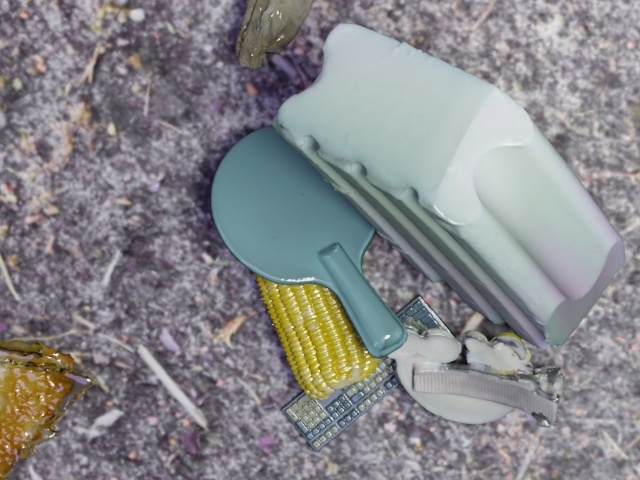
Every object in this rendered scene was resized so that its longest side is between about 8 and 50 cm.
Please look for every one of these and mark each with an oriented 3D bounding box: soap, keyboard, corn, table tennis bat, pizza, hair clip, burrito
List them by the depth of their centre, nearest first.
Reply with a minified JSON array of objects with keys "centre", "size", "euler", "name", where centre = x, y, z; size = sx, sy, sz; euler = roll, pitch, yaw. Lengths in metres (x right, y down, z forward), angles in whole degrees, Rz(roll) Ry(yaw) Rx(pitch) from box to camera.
[{"centre":[0.131,-0.029,1.503],"size":[0.208,0.347,0.115],"euler":[30,82,36],"name":"soap"},{"centre":[-0.026,-0.264,1.601],"size":[0.058,0.063,0.229],"euler":[19,96,43],"name":"burrito"},{"centre":[0.000,0.000,1.605],"size":[0.153,0.040,0.244],"euler":[-30,76,-16],"name":"table tennis bat"},{"centre":[0.138,0.130,1.628],"size":[0.172,0.049,0.116],"euler":[8,129,16],"name":"hair clip"},{"centre":[-0.009,0.063,1.645],"size":[0.085,0.063,0.165],"euler":[-27,88,25],"name":"corn"},{"centre":[0.045,0.127,1.679],"size":[0.176,0.014,0.055],"euler":[-40,90,11],"name":"keyboard"},{"centre":[-0.379,0.150,1.701],"size":[0.287,0.074,0.251],"euler":[-43,93,11],"name":"pizza"}]
